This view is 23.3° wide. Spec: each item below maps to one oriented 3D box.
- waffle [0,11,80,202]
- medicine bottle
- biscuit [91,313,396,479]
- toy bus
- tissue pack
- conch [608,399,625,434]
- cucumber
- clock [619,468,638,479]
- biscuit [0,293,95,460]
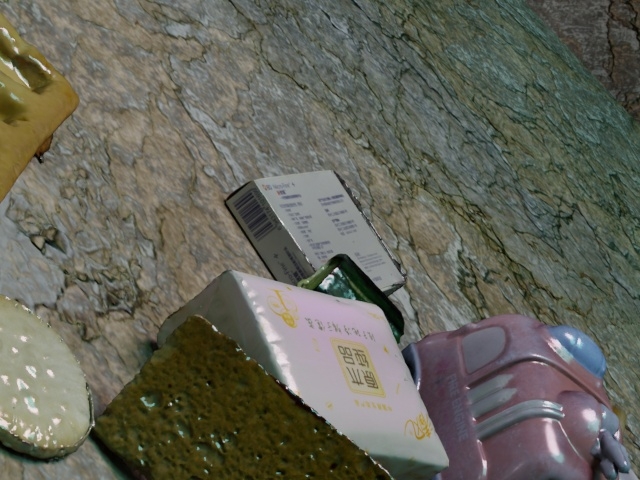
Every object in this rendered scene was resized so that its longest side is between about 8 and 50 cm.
[{"bbox_3d":[-0.349,-0.143,1.264,0.304,0.077,0.348,46,24,-14],"label":"waffle"},{"bbox_3d":[0.000,0.000,1.715,0.171,0.052,0.201,56,25,9],"label":"medicine bottle"},{"bbox_3d":[-0.054,0.177,1.232,0.237,0.131,0.026,40,-7,5],"label":"biscuit"},{"bbox_3d":[0.192,0.199,1.549,0.197,0.232,0.294,38,27,-27],"label":"toy bus"},{"bbox_3d":[-0.014,0.140,1.397,0.225,0.124,0.185,17,44,-52],"label":"tissue pack"},{"bbox_3d":[0.300,0.252,1.798,0.158,0.127,0.255,30,33,-43],"label":"conch"},{"bbox_3d":[0.023,0.076,1.572,0.115,0.062,0.116,48,61,-17],"label":"cucumber"},{"bbox_3d":[0.317,0.314,1.667,0.080,0.117,0.176,-12,89,-33],"label":"clock"},{"bbox_3d":[-0.231,0.102,1.190,0.152,0.020,0.152,40,25,-24],"label":"biscuit"}]
